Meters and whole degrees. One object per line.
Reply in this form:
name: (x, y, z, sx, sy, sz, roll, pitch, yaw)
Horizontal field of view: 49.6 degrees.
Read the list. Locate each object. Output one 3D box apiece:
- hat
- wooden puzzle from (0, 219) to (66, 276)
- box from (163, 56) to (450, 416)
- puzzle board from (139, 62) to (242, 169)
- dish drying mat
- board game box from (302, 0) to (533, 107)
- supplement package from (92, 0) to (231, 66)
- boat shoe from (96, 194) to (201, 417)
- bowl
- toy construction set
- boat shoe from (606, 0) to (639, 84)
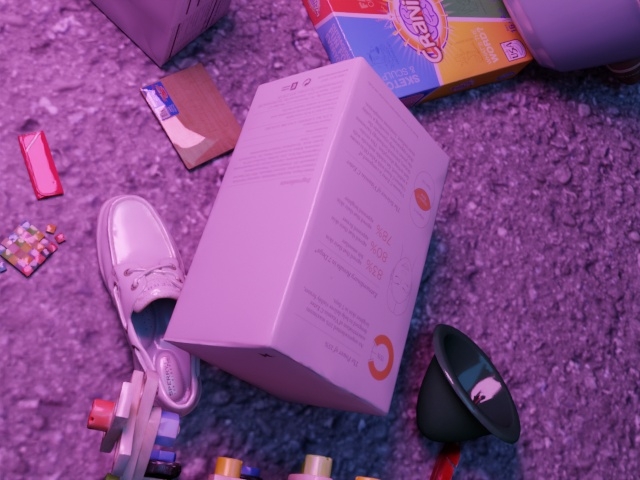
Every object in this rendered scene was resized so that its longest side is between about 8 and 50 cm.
hat: (0.144, 0.241, 0.924, 0.173, 0.183, 0.208, 44, 22, -11)
wooden puzzle: (-0.343, 0.009, 0.811, 0.049, 0.006, 0.083, 41, 64, -6)
box: (0.000, 0.000, 0.817, 0.215, 0.168, 0.346, 39, 59, -41)
puzzle board: (-0.169, -0.168, 0.932, 0.096, 0.011, 0.128, -30, 86, -25)
dish drying mat: (-0.340, -0.092, 0.842, 0.032, 0.008, 0.083, -17, 81, -26)
board game box: (0.151, -0.338, 1.079, 0.316, 0.064, 0.242, -21, 83, -26)
supplement package: (-0.233, -0.398, 0.868, 0.262, 0.204, 0.145, 43, 63, -4)
boat shoe: (-0.189, 0.066, 0.804, 0.098, 0.096, 0.277, -15, 80, -25)
bowl: (0.385, -0.394, 1.096, 0.311, 0.163, 0.312, 41, 34, -37)
toy construction set: (-0.098, 0.262, 0.715, 0.327, 0.215, 0.151, 29, 65, -11)
boat shoe: (0.544, -0.392, 1.252, 0.095, 0.095, 0.258, 37, 56, -45)
